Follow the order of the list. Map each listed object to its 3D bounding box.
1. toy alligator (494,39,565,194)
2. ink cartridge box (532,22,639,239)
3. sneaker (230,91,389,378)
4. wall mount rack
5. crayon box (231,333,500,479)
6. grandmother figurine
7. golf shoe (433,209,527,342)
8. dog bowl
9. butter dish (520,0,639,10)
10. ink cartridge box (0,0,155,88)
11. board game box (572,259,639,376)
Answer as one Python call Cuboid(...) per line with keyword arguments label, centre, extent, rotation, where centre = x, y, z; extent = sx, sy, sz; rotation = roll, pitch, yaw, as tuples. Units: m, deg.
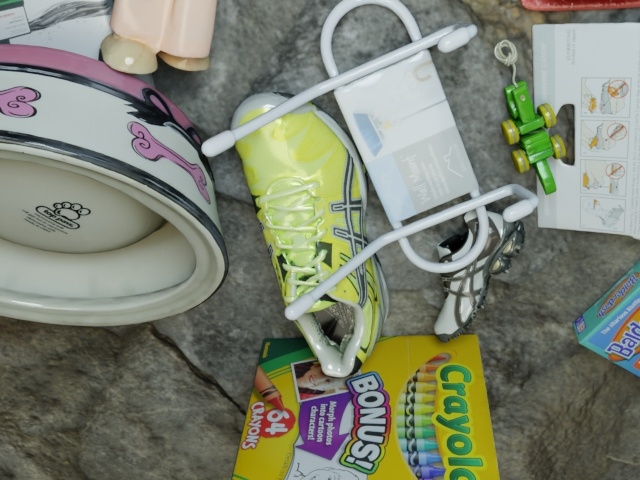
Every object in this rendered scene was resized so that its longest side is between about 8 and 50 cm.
Cuboid(label="toy alligator", centre=(0.234, -0.143, 0.848), extent=(0.056, 0.051, 0.189), rotation=(-23, 108, 5))
Cuboid(label="ink cartridge box", centre=(0.372, -0.126, 0.840), extent=(0.239, 0.060, 0.275), rotation=(9, 127, 30))
Cuboid(label="sneaker", centre=(0.000, 0.000, 0.902), extent=(0.145, 0.147, 0.384), rotation=(-16, 118, 17))
Cuboid(label="wall mount rack", centre=(0.058, -0.081, 0.812), extent=(0.304, 0.130, 0.350), rotation=(-23, 107, 6))
Cuboid(label="crayon box", centre=(0.060, 0.270, 0.939), extent=(0.313, 0.363, 0.106), rotation=(-3, 122, 7))
Cuboid(label="grandmother figurine", centre=(-0.116, -0.331, 0.688), extent=(0.104, 0.208, 0.342), rotation=(34, 125, 22))
Cuboid(label="golf shoe", centre=(0.184, 0.042, 0.963), extent=(0.094, 0.077, 0.198), rotation=(27, 115, 1))
Cuboid(label="dog bowl", centre=(-0.302, -0.048, 0.818), extent=(0.408, 0.150, 0.408), rotation=(1, 150, 1))
Cuboid(label="butter dish", centre=(0.282, -0.291, 0.705), extent=(0.160, 0.118, 0.160), rotation=(0, 122, 6))
Cuboid(label="ink cartridge box", centre=(-0.291, -0.243, 0.806), extent=(0.160, 0.092, 0.219), rotation=(-4, 123, 8))
Cuboid(label="board game box", centre=(0.479, 0.121, 0.991), extent=(0.210, 0.047, 0.160), rotation=(28, 121, -11))
